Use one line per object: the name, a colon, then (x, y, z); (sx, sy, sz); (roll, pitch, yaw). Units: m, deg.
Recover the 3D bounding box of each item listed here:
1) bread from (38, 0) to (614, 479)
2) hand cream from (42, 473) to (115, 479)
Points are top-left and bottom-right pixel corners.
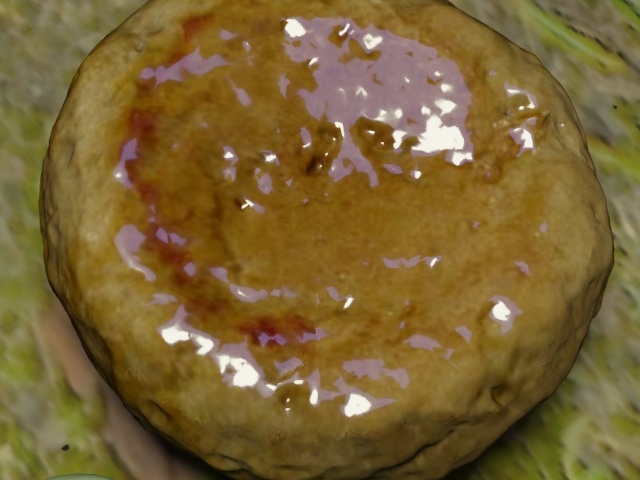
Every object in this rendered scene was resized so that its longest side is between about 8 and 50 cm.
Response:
bread: (0.000, 0.000, 0.632); (0.230, 0.123, 0.230); (4, 64, -9)
hand cream: (-0.022, 0.214, 0.527); (0.093, 0.147, 0.306); (-49, 68, 17)
